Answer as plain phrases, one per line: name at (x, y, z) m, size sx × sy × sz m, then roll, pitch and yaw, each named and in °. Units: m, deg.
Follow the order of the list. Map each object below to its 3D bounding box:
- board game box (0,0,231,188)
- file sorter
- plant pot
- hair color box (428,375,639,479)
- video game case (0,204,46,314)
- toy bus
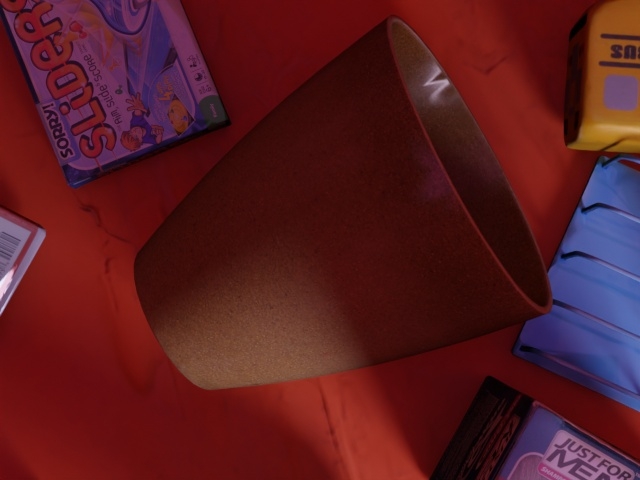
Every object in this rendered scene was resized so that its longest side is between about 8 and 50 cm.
board game box at (-0.170, -0.158, 1.248) m, size 0.136 × 0.035 × 0.201 m, roll -23°, pitch 87°, yaw 0°
file sorter at (0.235, 0.033, 1.197) m, size 0.118 × 0.104 × 0.170 m, roll 24°, pitch 88°, yaw 3°
plant pot at (0.000, 0.000, 1.158) m, size 0.254 × 0.237 × 0.237 m, roll -27°, pitch 87°, yaw 14°
hair color box at (0.173, 0.182, 1.069) m, size 0.174 × 0.347 × 0.105 m, roll 30°, pitch 88°, yaw 3°
video game case at (-0.370, 0.019, 1.171) m, size 0.285 × 0.025 × 0.204 m, roll 29°, pitch 91°, yaw -31°
toy bus at (0.357, -0.126, 1.199) m, size 0.333 × 0.108 × 0.130 m, roll 3°, pitch 88°, yaw 1°
